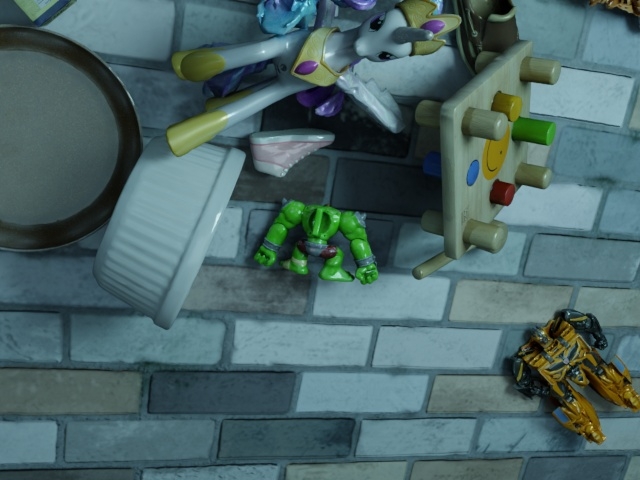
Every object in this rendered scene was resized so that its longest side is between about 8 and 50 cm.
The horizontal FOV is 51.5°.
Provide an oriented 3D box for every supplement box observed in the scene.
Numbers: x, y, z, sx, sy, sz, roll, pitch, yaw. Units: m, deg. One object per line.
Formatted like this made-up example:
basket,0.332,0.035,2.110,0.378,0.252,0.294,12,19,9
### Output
supplement box,-0.372,-0.330,0.864,0.056,0.083,0.083,-39,113,2

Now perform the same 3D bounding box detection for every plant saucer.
plant saucer,-0.410,-0.139,0.926,0.311,0.050,0.310,-6,106,-21

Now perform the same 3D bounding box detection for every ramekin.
ramekin,-0.214,-0.024,0.929,0.127,0.273,0.272,24,102,-10

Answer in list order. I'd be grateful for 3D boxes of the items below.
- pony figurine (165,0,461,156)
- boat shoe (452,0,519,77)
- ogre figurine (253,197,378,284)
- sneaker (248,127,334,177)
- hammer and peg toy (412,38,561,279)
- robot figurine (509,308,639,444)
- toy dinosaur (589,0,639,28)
pony figurine,-0.006,-0.245,0.885,0.364,0.351,0.302,-16,110,12
boat shoe,0.259,-0.339,1.022,0.095,0.095,0.257,-30,114,-3
ogre figurine,0.000,0.000,1.072,0.197,0.097,0.118,15,104,26
sneaker,-0.044,-0.137,1.041,0.135,0.051,0.070,-6,112,-9
hammer and peg toy,0.256,-0.089,1.013,0.266,0.127,0.361,-41,137,-37
robot figurine,0.509,0.269,1.316,0.211,0.085,0.291,-44,114,3
toy dinosaur,0.529,-0.429,1.041,0.322,0.164,0.218,-23,132,-29
